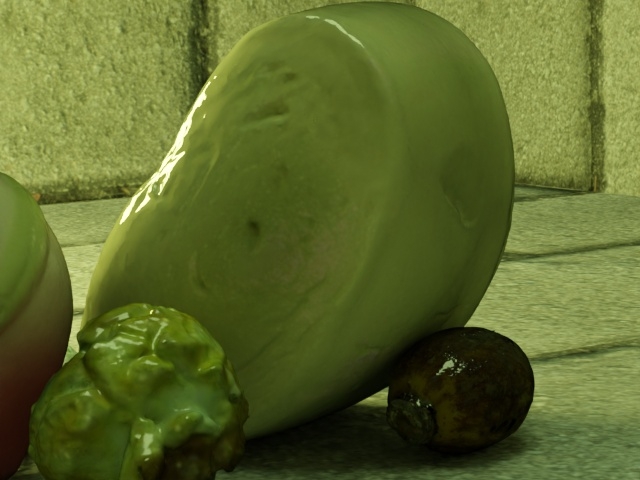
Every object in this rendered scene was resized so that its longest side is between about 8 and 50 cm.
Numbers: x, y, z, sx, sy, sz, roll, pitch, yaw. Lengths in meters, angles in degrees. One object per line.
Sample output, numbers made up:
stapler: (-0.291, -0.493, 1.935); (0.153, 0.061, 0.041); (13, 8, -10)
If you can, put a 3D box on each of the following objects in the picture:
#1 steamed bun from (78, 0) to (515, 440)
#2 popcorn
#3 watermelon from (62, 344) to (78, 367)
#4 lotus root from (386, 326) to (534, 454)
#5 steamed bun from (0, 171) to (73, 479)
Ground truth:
steamed bun: (0.000, 0.000, 1.741); (0.290, 0.456, 0.371); (36, 21, 16)
popcorn: (-0.146, 0.159, 1.487); (0.198, 0.198, 0.212); (-5, 35, -24)
watermelon: (-0.314, 0.149, 1.992); (0.180, 0.081, 0.094); (-4, 31, 29)
lotus root: (0.139, 0.138, 1.696); (0.120, 0.120, 0.209); (4, 13, 36)
steamed bun: (-0.352, 0.092, 1.630); (0.309, 0.309, 0.309); (-2, 8, 0)
